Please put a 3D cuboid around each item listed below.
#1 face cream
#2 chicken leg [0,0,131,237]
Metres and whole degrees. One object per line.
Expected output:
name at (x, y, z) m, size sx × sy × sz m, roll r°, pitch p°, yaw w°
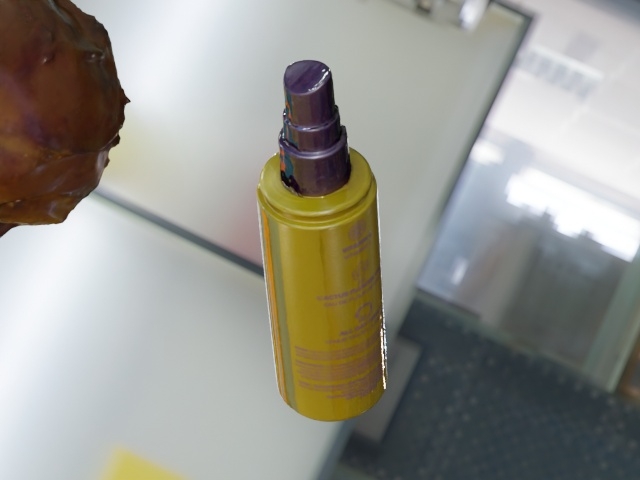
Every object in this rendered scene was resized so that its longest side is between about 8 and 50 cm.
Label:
face cream at (0.000, 0.000, 1.275) m, size 0.078 × 0.078 × 0.273 m, roll 19°, pitch -42°, yaw 24°
chicken leg at (-0.204, -0.112, 0.746) m, size 0.304 × 0.113 × 0.093 m, roll 40°, pitch -5°, yaw -14°
